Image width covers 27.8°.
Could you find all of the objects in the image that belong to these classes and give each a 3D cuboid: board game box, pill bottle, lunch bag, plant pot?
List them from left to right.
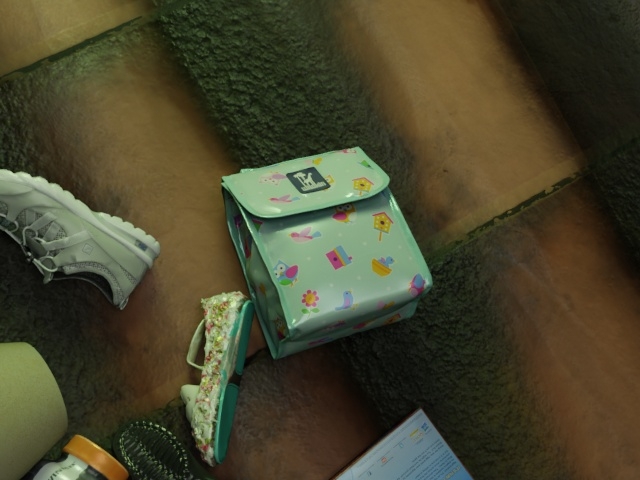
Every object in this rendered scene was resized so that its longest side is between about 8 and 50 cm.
[{"bbox_3d":[-0.454,0.234,1.546,0.274,0.256,0.256,-24,86,-30],"label":"plant pot"},{"bbox_3d":[-0.343,0.362,1.599,0.130,0.130,0.245,39,69,-7],"label":"pill bottle"},{"bbox_3d":[0.000,0.000,1.782,0.224,0.160,0.262,-15,72,-17],"label":"lunch bag"},{"bbox_3d":[0.076,0.372,1.790,0.281,0.027,0.145,-36,90,-22],"label":"board game box"}]

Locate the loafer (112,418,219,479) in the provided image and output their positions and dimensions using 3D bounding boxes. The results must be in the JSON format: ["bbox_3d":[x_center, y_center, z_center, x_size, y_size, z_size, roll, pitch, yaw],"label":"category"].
[{"bbox_3d":[-0.185,0.323,1.690,0.220,0.078,0.080,40,63,12],"label":"loafer"}]

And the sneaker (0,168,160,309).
[{"bbox_3d":[-0.352,-0.004,1.691,0.281,0.105,0.115,25,71,-12],"label":"sneaker"}]

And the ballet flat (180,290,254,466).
[{"bbox_3d":[-0.145,0.183,1.742,0.077,0.091,0.240,5,69,14],"label":"ballet flat"}]
